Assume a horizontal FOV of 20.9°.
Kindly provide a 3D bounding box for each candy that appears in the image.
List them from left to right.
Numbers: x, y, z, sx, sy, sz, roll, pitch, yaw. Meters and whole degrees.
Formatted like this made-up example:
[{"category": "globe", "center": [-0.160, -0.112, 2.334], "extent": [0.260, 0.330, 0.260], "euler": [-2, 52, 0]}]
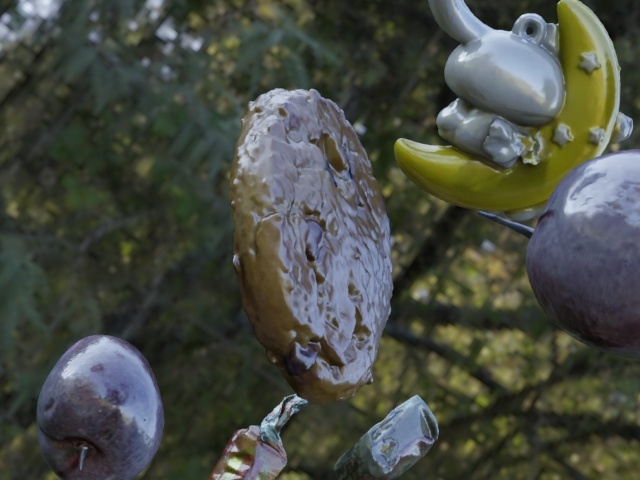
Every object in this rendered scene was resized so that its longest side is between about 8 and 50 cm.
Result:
[{"category": "candy", "center": [-0.069, 0.205, 1.550], "extent": [0.053, 0.182, 0.046], "euler": [16, -27, 48]}]

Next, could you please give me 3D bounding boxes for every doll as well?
[{"category": "doll", "center": [0.191, -0.142, 1.736], "extent": [0.252, 0.237, 0.111], "euler": [19, 14, -7]}]

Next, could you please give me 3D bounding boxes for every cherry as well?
[{"category": "cherry", "center": [-0.241, 0.190, 1.926], "extent": [0.140, 0.176, 0.176], "euler": [6, -20, 8]}, {"category": "cherry", "center": [0.288, 0.013, 1.498], "extent": [0.266, 0.183, 0.213], "euler": [15, 20, 36]}]

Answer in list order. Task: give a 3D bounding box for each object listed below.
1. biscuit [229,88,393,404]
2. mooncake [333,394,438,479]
[{"category": "biscuit", "center": [0.002, -0.001, 1.553], "extent": [0.075, 0.296, 0.296], "euler": [-12, -36, 20]}, {"category": "mooncake", "center": [0.088, 0.275, 2.276], "extent": [0.073, 0.130, 0.125], "euler": [52, -29, 8]}]
